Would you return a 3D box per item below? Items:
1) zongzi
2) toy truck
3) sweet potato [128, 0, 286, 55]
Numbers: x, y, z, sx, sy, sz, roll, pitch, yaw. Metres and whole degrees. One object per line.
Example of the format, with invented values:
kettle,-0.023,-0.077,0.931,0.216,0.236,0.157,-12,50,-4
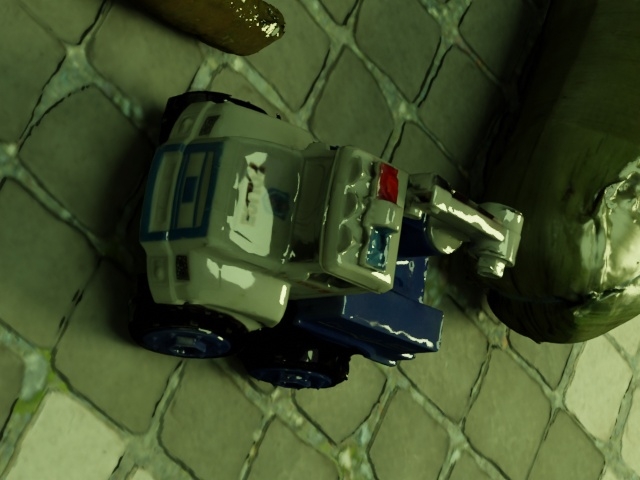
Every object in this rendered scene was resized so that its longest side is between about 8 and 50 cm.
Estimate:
zongzi,0.270,-0.012,1.336,0.360,0.160,0.323,47,60,-40
toy truck,0.000,0.000,1.029,0.213,0.177,0.161,22,71,-43
sweet potato,-0.106,-0.207,1.009,0.286,0.085,0.112,45,52,-34
